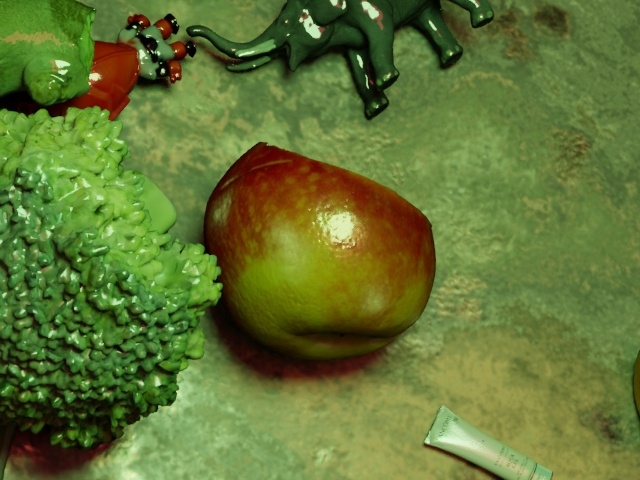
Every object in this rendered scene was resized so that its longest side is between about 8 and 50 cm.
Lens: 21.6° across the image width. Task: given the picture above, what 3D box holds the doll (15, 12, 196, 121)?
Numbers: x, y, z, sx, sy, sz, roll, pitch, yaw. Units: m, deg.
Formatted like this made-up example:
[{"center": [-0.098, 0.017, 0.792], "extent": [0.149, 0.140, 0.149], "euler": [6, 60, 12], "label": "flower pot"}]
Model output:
[{"center": [-0.189, -0.146, 1.447], "extent": [0.169, 0.057, 0.109], "euler": [-30, 78, -18], "label": "doll"}]

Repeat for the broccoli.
[{"center": [-0.216, 0.020, 1.293], "extent": [0.260, 0.235, 0.288], "euler": [-39, 97, -20], "label": "broccoli"}]

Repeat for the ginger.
[{"center": [-0.319, -0.173, 1.383], "extent": [0.289, 0.089, 0.137], "euler": [20, 76, 10], "label": "ginger"}]

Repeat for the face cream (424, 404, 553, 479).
[{"center": [0.145, 0.184, 1.444], "extent": [0.115, 0.020, 0.038], "euler": [28, 69, -1], "label": "face cream"}]

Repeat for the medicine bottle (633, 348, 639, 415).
[{"center": [0.382, 0.126, 1.480], "extent": [0.191, 0.096, 0.096], "euler": [-2, 73, -14], "label": "medicine bottle"}]

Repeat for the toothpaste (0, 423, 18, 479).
[{"center": [-0.288, 0.237, 1.311], "extent": [0.078, 0.047, 0.248], "euler": [10, 68, -12], "label": "toothpaste"}]

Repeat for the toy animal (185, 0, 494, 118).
[{"center": [0.029, -0.185, 1.503], "extent": [0.269, 0.082, 0.137], "euler": [-25, 77, -16], "label": "toy animal"}]

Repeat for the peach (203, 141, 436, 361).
[{"center": [0.000, 0.000, 1.382], "extent": [0.190, 0.190, 0.192], "euler": [-7, 73, -16], "label": "peach"}]
